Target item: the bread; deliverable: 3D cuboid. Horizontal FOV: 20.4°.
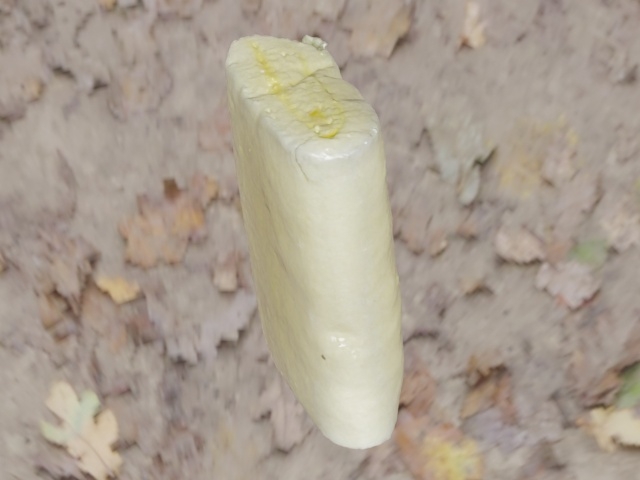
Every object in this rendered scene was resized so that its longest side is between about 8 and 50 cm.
[{"bbox_3d":[0.000,0.000,0.899,0.060,0.139,0.178,-15,125,-14],"label":"bread"}]
